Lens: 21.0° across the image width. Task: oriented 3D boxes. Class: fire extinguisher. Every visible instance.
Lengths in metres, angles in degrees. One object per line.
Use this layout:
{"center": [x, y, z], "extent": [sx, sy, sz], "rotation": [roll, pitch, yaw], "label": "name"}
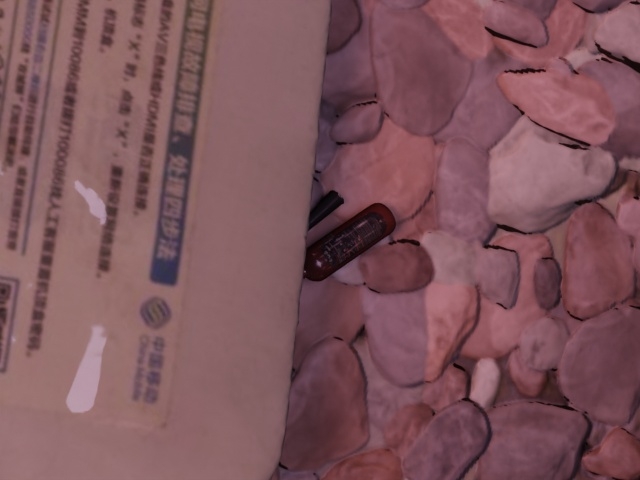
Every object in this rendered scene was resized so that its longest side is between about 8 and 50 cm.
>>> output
{"center": [0.002, -0.001, 1.173], "extent": [0.100, 0.032, 0.046], "rotation": [-33, 111, -24], "label": "fire extinguisher"}

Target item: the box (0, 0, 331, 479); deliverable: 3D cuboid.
{"center": [-0.192, -0.045, 1.034], "extent": [0.396, 0.111, 0.396], "rotation": [12, 79, -25], "label": "box"}
